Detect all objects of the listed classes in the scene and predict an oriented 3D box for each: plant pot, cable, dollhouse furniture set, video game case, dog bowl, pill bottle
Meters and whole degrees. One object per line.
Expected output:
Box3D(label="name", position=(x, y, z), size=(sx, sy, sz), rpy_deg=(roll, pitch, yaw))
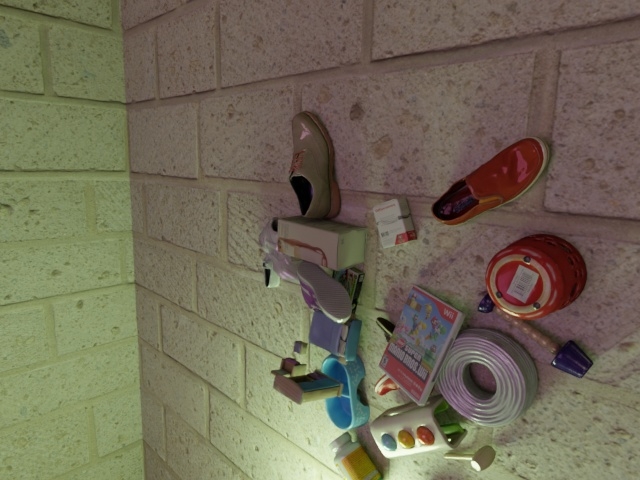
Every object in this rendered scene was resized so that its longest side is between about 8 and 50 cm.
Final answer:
Box3D(label="plant pot", position=(0.493, 0.084, 1.009), size=(0.191, 0.174, 0.190), rpy_deg=(8, 100, 46))
Box3D(label="cable", position=(0.438, 0.365, 1.163), size=(0.257, 0.089, 0.257), rpy_deg=(45, 125, 31))
Box3D(label="dollhouse furniture set", position=(-0.047, 0.357, 1.481), size=(0.287, 0.198, 0.303), rpy_deg=(12, 91, 44))
Box3D(label="video game case", position=(0.286, 0.296, 1.254), size=(0.204, 0.025, 0.285), rpy_deg=(33, 102, 58))
Box3D(label="dog bowl", position=(0.083, 0.539, 1.554), size=(0.166, 0.074, 0.296), rpy_deg=(-4, 94, 45))
Box3D(label="pill bottle", position=(0.120, 0.794, 1.524), size=(0.208, 0.118, 0.117), rpy_deg=(52, 128, 26))

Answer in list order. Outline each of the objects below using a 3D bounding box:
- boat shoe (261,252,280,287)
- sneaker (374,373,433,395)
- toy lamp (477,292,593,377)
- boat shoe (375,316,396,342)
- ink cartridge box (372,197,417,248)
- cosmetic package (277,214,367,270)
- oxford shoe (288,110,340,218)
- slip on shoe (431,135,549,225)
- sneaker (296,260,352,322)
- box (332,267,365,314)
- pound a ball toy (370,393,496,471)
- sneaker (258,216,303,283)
Box3D(label="boat shoe", position=(-0.212, 0.106, 1.784), size=(0.066, 0.063, 0.184), rpy_deg=(9, 103, 44))
Box3D(label="sneaker", position=(0.266, 0.458, 1.352), size=(0.128, 0.087, 0.221), rpy_deg=(53, 130, 27))
Box3D(label="toy lamp", position=(0.524, 0.229, 1.065), size=(0.275, 0.080, 0.080), rpy_deg=(37, 120, 34))
Box3D(label="boat shoe", position=(0.230, 0.308, 1.384), size=(0.152, 0.056, 0.049), rpy_deg=(42, 118, 32))
Box3D(label="ink cartridge box", position=(0.229, -0.053, 1.329), size=(0.099, 0.056, 0.135), rpy_deg=(-18, 84, 44))
Box3D(label="cosmetic package", position=(0.000, 0.000, 1.499), size=(0.296, 0.153, 0.129), rpy_deg=(15, 109, 44))
Box3D(label="oxford shoe", position=(-0.042, -0.266, 1.500), size=(0.141, 0.147, 0.396), rpy_deg=(-22, 80, 45))
Box3D(label="slip on shoe", position=(0.420, -0.139, 1.096), size=(0.331, 0.101, 0.122), rpy_deg=(-38, 68, 40))
Box3D(label="sneaker", position=(0.018, 0.201, 1.440), size=(0.282, 0.102, 0.160), rpy_deg=(50, 153, 45))
Box3D(label="box", position=(0.083, 0.187, 1.525), size=(0.114, 0.036, 0.206), rpy_deg=(27, 115, 39))
Box3D(label="pound a ball toy", position=(0.315, 0.595, 1.273), size=(0.319, 0.136, 0.208), rpy_deg=(-39, 76, 46))
Box3D(label="sneaker", position=(-0.135, 0.037, 1.660), size=(0.305, 0.114, 0.152), rpy_deg=(50, 130, 27))
